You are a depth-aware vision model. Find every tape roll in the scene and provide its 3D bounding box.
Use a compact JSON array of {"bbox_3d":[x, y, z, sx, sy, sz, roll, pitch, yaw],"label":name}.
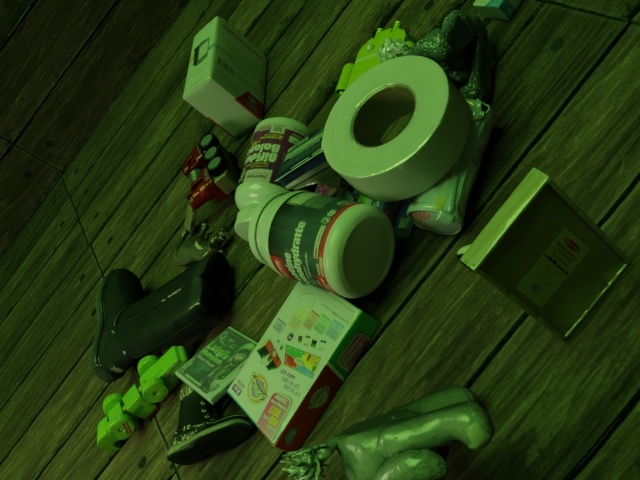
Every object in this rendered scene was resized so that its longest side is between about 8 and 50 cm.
[{"bbox_3d":[0.145,-0.219,1.503,0.286,0.100,0.286,-21,52,29],"label":"tape roll"}]

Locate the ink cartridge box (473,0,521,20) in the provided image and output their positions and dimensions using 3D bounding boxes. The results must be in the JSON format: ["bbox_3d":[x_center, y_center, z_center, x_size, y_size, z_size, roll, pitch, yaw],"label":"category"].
[{"bbox_3d":[0.415,-0.561,1.719,0.122,0.052,0.088,-57,35,0],"label":"ink cartridge box"}]

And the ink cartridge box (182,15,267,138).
[{"bbox_3d":[-0.286,-0.500,2.355,0.131,0.226,0.306,-30,41,30],"label":"ink cartridge box"}]

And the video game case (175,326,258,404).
[{"bbox_3d":[-0.228,0.284,1.771,0.173,0.022,0.190,-40,29,-21],"label":"video game case"}]

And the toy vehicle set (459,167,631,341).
[{"bbox_3d":[0.342,0.030,1.142,0.166,0.267,0.035,-51,36,5],"label":"toy vehicle set"}]

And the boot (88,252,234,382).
[{"bbox_3d":[-0.426,0.143,2.070,0.445,0.146,0.367,-34,44,30],"label":"boot"}]

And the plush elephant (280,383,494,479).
[{"bbox_3d":[0.133,0.391,1.142,0.330,0.255,0.272,-19,-5,-3],"label":"plush elephant"}]

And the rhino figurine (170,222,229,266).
[{"bbox_3d":[-0.328,0.013,2.123,0.243,0.073,0.106,-14,48,42],"label":"rhino figurine"}]

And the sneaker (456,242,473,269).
[{"bbox_3d":[0.323,0.010,1.377,0.161,0.057,0.075,-13,36,46],"label":"sneaker"}]

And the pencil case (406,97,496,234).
[{"bbox_3d":[0.262,-0.147,1.513,0.124,0.113,0.273,-6,58,57],"label":"pencil case"}]

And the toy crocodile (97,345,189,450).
[{"bbox_3d":[-0.451,0.403,1.944,0.340,0.105,0.115,-47,35,5],"label":"toy crocodile"}]

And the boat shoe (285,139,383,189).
[{"bbox_3d":[0.032,-0.162,1.723,0.268,0.088,0.096,-26,19,28],"label":"boat shoe"}]

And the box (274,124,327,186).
[{"bbox_3d":[-0.026,-0.188,1.682,0.136,0.036,0.225,-30,17,18],"label":"box"}]

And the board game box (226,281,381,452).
[{"bbox_3d":[-0.043,0.246,1.601,0.316,0.064,0.242,-57,35,-1],"label":"board game box"}]

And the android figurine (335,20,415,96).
[{"bbox_3d":[0.145,-0.434,1.938,0.248,0.056,0.272,-5,61,48],"label":"android figurine"}]

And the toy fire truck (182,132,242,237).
[{"bbox_3d":[-0.346,-0.153,2.239,0.246,0.158,0.217,-37,38,9],"label":"toy fire truck"}]

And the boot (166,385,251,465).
[{"bbox_3d":[-0.248,0.386,1.718,0.236,0.085,0.178,-31,39,29],"label":"boot"}]

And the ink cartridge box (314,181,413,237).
[{"bbox_3d":[0.097,-0.093,1.716,0.311,0.065,0.185,1,64,48],"label":"ink cartridge box"}]

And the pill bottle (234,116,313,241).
[{"bbox_3d":[-0.118,-0.145,1.917,0.169,0.169,0.301,-16,51,43],"label":"pill bottle"}]

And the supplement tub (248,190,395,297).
[{"bbox_3d":[0.000,0.000,1.585,0.272,0.191,0.191,15,74,44],"label":"supplement tub"}]

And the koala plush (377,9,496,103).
[{"bbox_3d":[0.247,-0.384,1.676,0.221,0.196,0.203,-17,39,43],"label":"koala plush"}]
